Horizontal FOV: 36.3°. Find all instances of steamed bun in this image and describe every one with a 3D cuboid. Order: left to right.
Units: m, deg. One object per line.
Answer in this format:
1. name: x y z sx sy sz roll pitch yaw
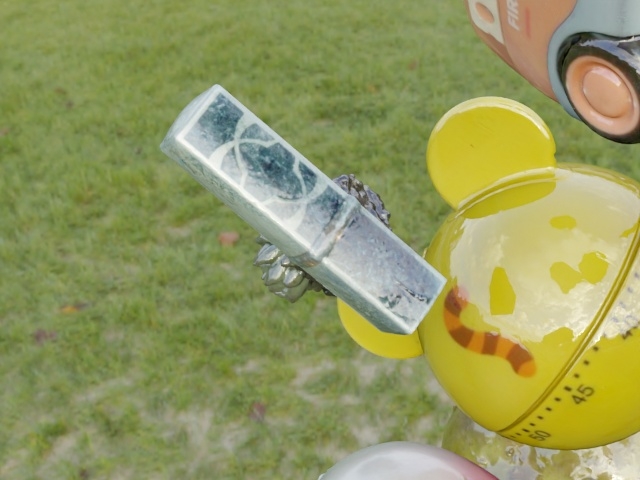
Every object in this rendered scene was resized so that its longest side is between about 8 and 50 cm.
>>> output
1. steamed bun: 0.144 0.404 1.281 0.309 0.309 0.309 -4 31 2

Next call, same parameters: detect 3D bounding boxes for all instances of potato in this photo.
1. potato: 0.412 0.388 1.769 0.442 0.319 0.385 -22 27 28

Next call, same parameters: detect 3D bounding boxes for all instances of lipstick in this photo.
1. lipstick: -0.017 -0.024 0.904 0.077 0.290 0.076 -54 14 -15

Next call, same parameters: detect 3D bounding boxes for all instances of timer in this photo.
1. timer: 0.245 0.051 1.148 0.387 0.376 0.376 30 38 3

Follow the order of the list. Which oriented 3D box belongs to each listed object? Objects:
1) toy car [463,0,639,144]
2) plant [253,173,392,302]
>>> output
1. toy car: 0.158 -0.204 0.541 0.180 0.270 0.212 -37 50 -21
2. plant: 0.000 0.000 1.391 0.194 0.129 0.132 -36 25 26
